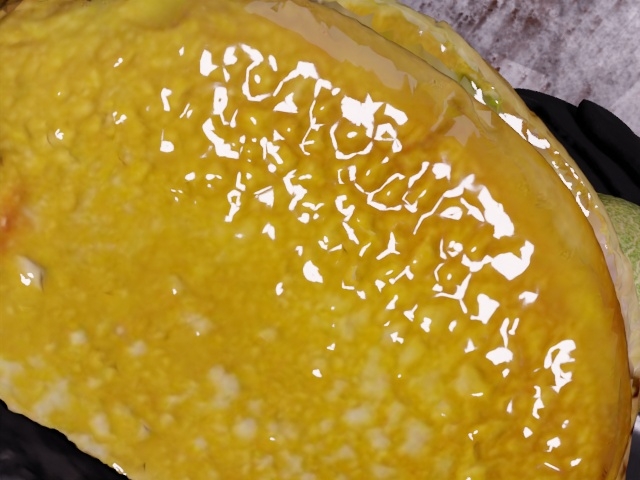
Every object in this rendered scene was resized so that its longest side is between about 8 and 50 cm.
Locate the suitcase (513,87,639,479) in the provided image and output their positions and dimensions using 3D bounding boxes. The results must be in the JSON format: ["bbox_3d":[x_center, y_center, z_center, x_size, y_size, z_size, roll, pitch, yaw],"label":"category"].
[{"bbox_3d":[0.196,0.062,0.817,0.339,0.188,0.345,28,14,-12],"label":"suitcase"}]

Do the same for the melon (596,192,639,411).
[{"bbox_3d":[0.085,0.016,0.585,0.128,0.160,0.079,-69,144,-46],"label":"melon"}]

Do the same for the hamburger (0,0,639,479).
[{"bbox_3d":[0.000,0.000,0.460,0.283,0.156,0.144,32,11,-11],"label":"hamburger"}]
